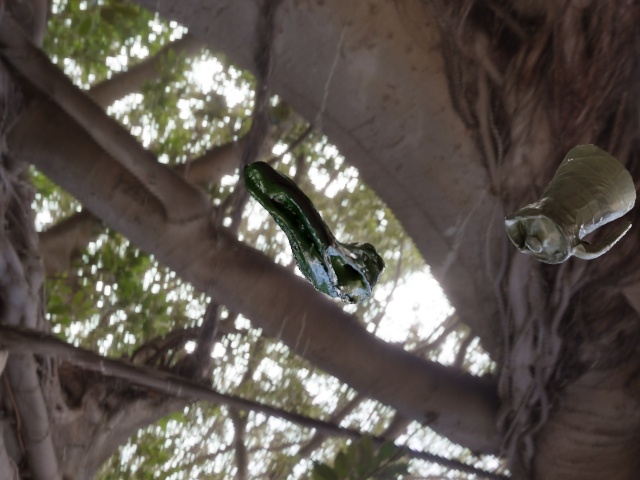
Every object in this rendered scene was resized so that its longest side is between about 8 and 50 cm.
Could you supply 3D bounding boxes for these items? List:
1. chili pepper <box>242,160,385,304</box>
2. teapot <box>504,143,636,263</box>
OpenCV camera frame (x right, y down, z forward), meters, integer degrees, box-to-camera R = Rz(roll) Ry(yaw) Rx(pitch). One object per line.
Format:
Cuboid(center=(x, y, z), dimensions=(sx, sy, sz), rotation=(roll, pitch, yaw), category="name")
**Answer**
Cuboid(center=(0.000, 0.004, 0.805), dimensions=(0.050, 0.182, 0.073), rotation=(-21, -126, 17), category="chili pepper")
Cuboid(center=(0.166, -0.017, 0.669), dimensions=(0.083, 0.057, 0.067), rotation=(-37, -114, -26), category="teapot")
